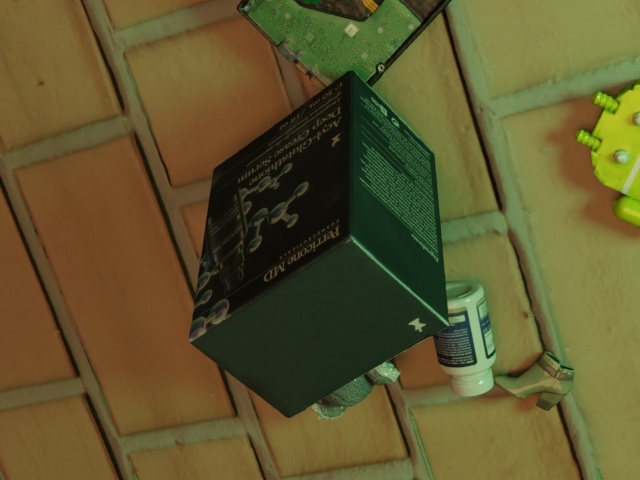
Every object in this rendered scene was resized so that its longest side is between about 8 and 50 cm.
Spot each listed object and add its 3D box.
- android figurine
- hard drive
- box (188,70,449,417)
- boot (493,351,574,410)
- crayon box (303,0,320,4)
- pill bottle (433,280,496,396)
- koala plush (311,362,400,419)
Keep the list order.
[{"bbox_3d":[0.506,-0.128,1.672,0.273,0.056,0.248,26,116,6],"label":"android figurine"},{"bbox_3d":[0.066,-0.387,1.713,0.237,0.064,0.339,43,116,-1],"label":"hard drive"},{"bbox_3d":[0.000,0.000,1.675,0.293,0.395,0.212,-33,122,26],"label":"box"},{"bbox_3d":[0.346,0.217,1.869,0.118,0.042,0.087,25,110,7],"label":"boot"},{"bbox_3d":[-0.047,-0.493,1.646,0.165,0.081,0.278,-45,68,26],"label":"crayon box"},{"bbox_3d":[0.227,0.158,1.851,0.094,0.094,0.169,-7,107,21],"label":"pill bottle"},{"bbox_3d":[0.003,0.192,1.900,0.196,0.203,0.221,-36,109,28],"label":"koala plush"}]
